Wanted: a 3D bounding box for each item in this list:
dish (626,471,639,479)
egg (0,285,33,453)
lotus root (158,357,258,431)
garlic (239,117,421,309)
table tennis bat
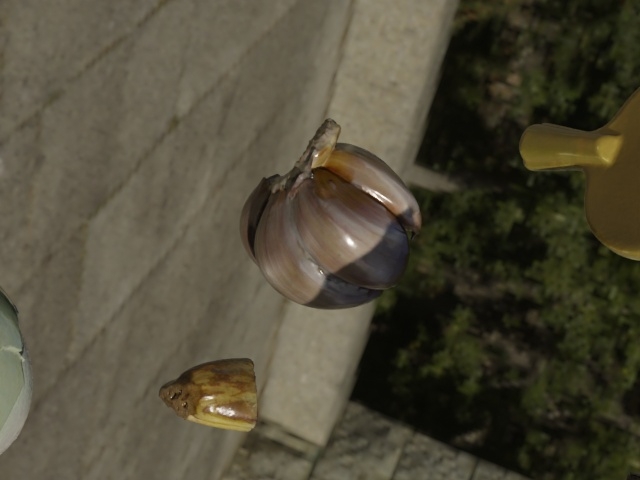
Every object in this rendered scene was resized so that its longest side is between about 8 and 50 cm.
[{"bbox_3d":[0.314,0.328,1.123,0.182,0.080,0.243,-155,-112,-73],"label":"dish"},{"bbox_3d":[-0.453,0.137,1.481,0.336,0.278,0.278,30,80,-49],"label":"egg"},{"bbox_3d":[-0.156,0.220,2.038,0.159,0.135,0.095,30,-67,55],"label":"lotus root"},{"bbox_3d":[0.000,0.000,1.499,0.214,0.191,0.160,-34,-165,37],"label":"garlic"},{"bbox_3d":[0.293,-0.083,1.307,0.321,0.050,0.198,13,-100,63],"label":"table tennis bat"}]
